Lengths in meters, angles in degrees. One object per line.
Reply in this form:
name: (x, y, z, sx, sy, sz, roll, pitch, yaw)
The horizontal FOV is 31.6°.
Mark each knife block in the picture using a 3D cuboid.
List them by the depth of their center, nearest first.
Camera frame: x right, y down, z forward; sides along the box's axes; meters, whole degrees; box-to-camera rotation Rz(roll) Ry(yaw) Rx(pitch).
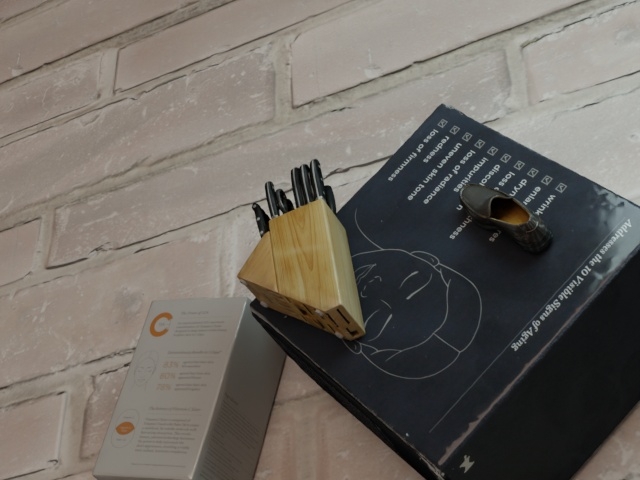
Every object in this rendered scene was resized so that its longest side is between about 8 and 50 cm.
knife block: (0.000, 0.000, 1.721, 0.275, 0.088, 0.242, 19, 68, 41)

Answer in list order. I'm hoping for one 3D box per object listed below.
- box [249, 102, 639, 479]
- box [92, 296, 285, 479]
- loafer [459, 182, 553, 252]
box: (0.237, 0.113, 1.750, 0.480, 0.297, 0.472, -46, 44, -8)
box: (-0.220, 0.288, 1.984, 0.215, 0.168, 0.345, -4, 55, 30)
loafer: (0.258, -0.046, 1.617, 0.062, 0.061, 0.170, -49, 46, -9)
